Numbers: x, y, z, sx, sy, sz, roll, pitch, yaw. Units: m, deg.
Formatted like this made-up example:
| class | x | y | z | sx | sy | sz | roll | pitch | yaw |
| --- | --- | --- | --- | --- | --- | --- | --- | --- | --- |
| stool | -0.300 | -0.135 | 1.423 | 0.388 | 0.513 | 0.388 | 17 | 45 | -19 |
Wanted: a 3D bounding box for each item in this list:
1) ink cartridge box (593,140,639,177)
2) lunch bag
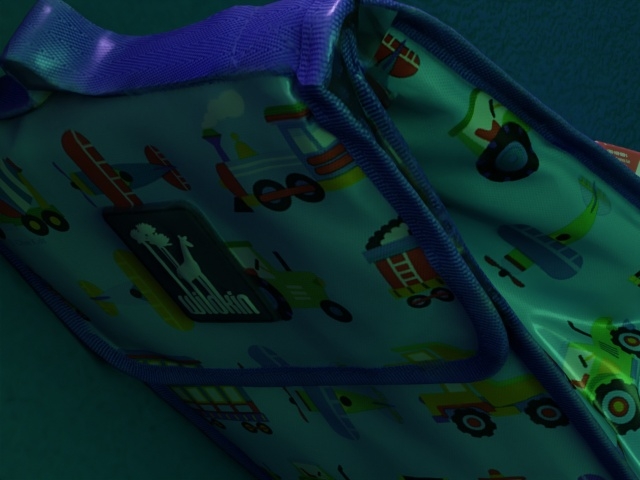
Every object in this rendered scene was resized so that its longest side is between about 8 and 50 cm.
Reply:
| class | x | y | z | sx | sy | sz | roll | pitch | yaw |
| --- | --- | --- | --- | --- | --- | --- | --- | --- | --- |
| ink cartridge box | 0.173 | 0.014 | 0.794 | 0.099 | 0.056 | 0.135 | 8 | 81 | -45 |
| lunch bag | 0.000 | 0.000 | 0.500 | 0.293 | 0.221 | 0.138 | 40 | 60 | -36 |
